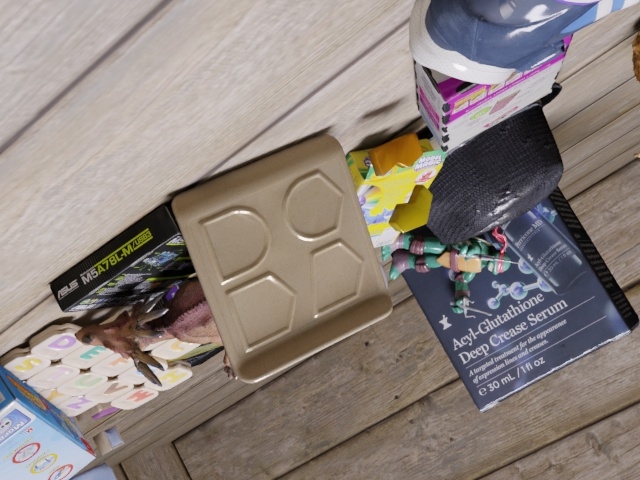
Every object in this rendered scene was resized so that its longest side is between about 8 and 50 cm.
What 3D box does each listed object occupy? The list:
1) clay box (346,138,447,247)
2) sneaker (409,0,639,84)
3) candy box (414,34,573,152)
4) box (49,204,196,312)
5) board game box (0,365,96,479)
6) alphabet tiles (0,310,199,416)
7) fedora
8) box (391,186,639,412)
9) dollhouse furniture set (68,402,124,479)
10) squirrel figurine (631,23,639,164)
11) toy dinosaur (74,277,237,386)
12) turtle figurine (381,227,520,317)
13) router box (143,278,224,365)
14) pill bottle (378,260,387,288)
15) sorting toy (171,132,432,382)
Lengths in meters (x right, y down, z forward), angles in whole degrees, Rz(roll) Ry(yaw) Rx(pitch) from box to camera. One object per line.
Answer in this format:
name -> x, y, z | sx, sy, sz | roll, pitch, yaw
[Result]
clay box -> 0.077, -0.064, 1.366 | 0.127, 0.053, 0.222 | -13, 150, -28
sneaker -> 0.219, -0.239, 0.883 | 0.323, 0.130, 0.236 | -27, 180, -34
candy box -> 0.191, -0.191, 1.129 | 0.159, 0.071, 0.233 | -30, 169, 1
box -> -0.198, 0.021, 1.198 | 0.184, 0.045, 0.191 | -35, 167, 20
board game box -> -0.501, 0.326, 1.362 | 0.308, 0.086, 0.302 | -38, 155, -10
alphabet tiles -> -0.321, 0.188, 1.437 | 0.278, 0.021, 0.284 | -30, 148, 20
fedora -> 0.241, -0.097, 1.487 | 0.334, 0.152, 0.334 | -28, 169, -6
box -> 0.332, 0.054, 1.775 | 0.293, 0.395, 0.212 | -33, 168, 19
dollhouse furniture set -> -0.385, 0.406, 1.820 | 0.198, 0.303, 0.286 | -33, 169, 27
squirrel figurine -> 0.600, -0.203, 1.321 | 0.281, 0.370, 0.397 | -24, 169, -25
toy dinosaur -> -0.138, 0.079, 1.195 | 0.296, 0.127, 0.200 | -41, 158, 26
turtle figurine -> 0.225, 0.038, 1.646 | 0.118, 0.234, 0.175 | -60, 149, -41
router box -> -0.214, 0.142, 1.625 | 0.243, 0.081, 0.309 | -33, 169, 25
pill bottle -> 0.026, 0.114, 2.011 | 0.121, 0.121, 0.221 | -19, 165, -43
sorting toy -> 0.000, 0.000, 1.153 | 0.307, 0.229, 0.041 | -25, -166, -21
